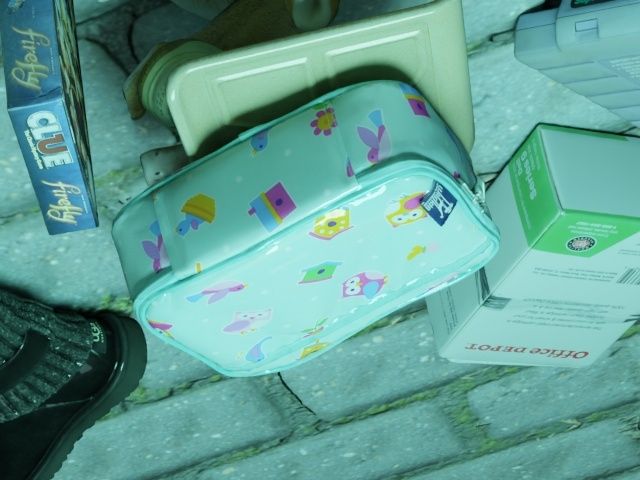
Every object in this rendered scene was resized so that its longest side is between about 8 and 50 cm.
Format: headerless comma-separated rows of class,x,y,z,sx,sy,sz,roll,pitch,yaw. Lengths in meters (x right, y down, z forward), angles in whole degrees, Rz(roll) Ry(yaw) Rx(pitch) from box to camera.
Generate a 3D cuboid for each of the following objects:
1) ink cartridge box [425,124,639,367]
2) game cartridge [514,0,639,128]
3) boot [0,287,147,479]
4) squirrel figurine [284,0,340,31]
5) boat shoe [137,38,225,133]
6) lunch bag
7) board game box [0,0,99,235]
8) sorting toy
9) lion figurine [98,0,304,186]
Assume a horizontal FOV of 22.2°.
ink cartridge box,0.267,0.015,1.787,0.211,0.122,0.289,6,144,-25
game cartridge,0.375,-0.174,1.462,0.230,0.068,0.355,27,159,-39
boot,-0.387,0.169,1.809,0.260,0.131,0.348,14,129,-45
squirrel figurine,-0.062,-0.308,1.120,0.396,0.281,0.370,-4,160,14
boat shoe,-0.025,-0.077,1.378,0.285,0.089,0.105,18,113,-36
lunch bag,0.000,0.000,1.282,0.279,0.108,0.224,-26,148,14
board game box,-0.216,-0.150,1.271,0.042,0.243,0.165,-10,148,-3
sorting toy,0.012,-0.079,1.310,0.229,0.041,0.307,-17,149,-1
lion figurine,-0.053,-0.131,1.454,0.240,0.142,0.392,-17,144,-5
